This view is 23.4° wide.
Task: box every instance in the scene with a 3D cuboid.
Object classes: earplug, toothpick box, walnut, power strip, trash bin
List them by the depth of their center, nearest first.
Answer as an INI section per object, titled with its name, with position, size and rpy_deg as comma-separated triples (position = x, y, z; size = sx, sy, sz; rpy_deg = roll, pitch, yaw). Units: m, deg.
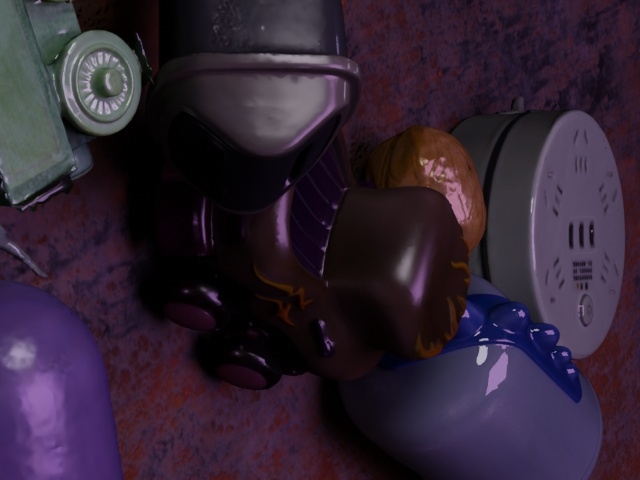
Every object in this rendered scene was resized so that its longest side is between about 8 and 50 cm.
[earplug]
position = -0.235, 0.253, 1.175
size = 0.215, 0.215, 0.455
rpy_deg = -23, 112, -56
[trash bin]
position = -0.063, -0.184, 1.355
size = 0.209, 0.182, 0.290
rpy_deg = 118, -30, -72
[toothpick box]
position = 0.177, 0.169, 1.822
size = 0.355, 0.263, 0.263
rpy_deg = 42, 55, -48
[walnut]
position = 0.122, -0.045, 1.841
size = 0.144, 0.144, 0.180
rpy_deg = -16, 87, -57
[power strip]
position = 0.283, -0.018, 2.082
size = 0.357, 0.161, 0.357
rpy_deg = 1, 88, -58

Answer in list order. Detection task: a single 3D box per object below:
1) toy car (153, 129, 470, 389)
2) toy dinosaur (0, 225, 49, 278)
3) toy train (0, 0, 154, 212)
[toy car]
position = 0.000, 0.000, 1.555
size = 0.340, 0.240, 0.271
rpy_deg = 53, 45, -48
[toy dinosaur]
position = -0.303, -0.028, 1.157
size = 0.242, 0.167, 0.053
rpy_deg = 22, 104, -54
[toy train]
position = -0.261, -0.158, 1.228
size = 0.188, 0.159, 0.271
rpy_deg = -36, 120, -41
